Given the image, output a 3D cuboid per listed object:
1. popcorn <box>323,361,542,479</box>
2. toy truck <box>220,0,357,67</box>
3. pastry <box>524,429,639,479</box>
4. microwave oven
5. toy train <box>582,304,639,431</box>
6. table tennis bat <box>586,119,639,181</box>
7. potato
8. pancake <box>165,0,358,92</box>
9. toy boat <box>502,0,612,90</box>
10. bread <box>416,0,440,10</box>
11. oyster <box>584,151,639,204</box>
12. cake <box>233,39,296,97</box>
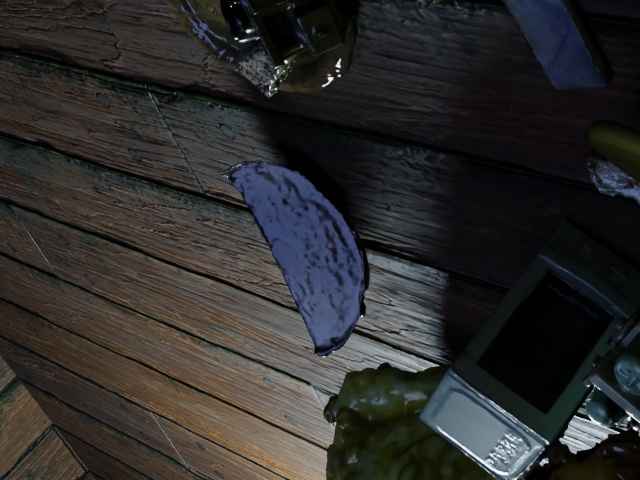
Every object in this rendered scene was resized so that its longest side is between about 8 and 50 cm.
[{"bbox_3d":[0.136,0.269,1.561,0.237,0.293,0.293,-105,-5,-47],"label":"popcorn"},{"bbox_3d":[-0.059,-0.274,1.053,0.127,0.127,0.257,-92,-21,-62],"label":"toy truck"},{"bbox_3d":[0.387,0.395,1.348,0.337,0.292,0.405,-23,104,51],"label":"pastry"},{"bbox_3d":[0.214,0.112,1.232,0.122,0.208,0.162,36,154,11],"label":"microwave oven"},{"bbox_3d":[0.300,0.080,1.085,0.081,0.194,0.125,40,148,12],"label":"toy train"},{"bbox_3d":[0.363,0.003,0.947,0.369,0.054,0.224,32,-175,18],"label":"table tennis bat"},{"bbox_3d":[-0.001,-0.003,1.527,0.120,0.100,0.261,-20,105,19],"label":"potato"},{"bbox_3d":[-0.077,-0.261,1.265,0.288,0.033,0.286,17,145,42],"label":"pancake"},{"bbox_3d":[0.193,-0.173,1.041,0.063,0.016,0.115,4,136,52],"label":"toy boat"},{"bbox_3d":[0.071,-0.246,1.062,0.106,0.053,0.072,40,178,11],"label":"bread"},{"bbox_3d":[0.269,-0.057,1.115,0.083,0.019,0.054,26,152,25],"label":"oyster"},{"bbox_3d":[-0.033,-0.185,1.225,0.055,0.051,0.140,46,155,-11],"label":"cake"}]
